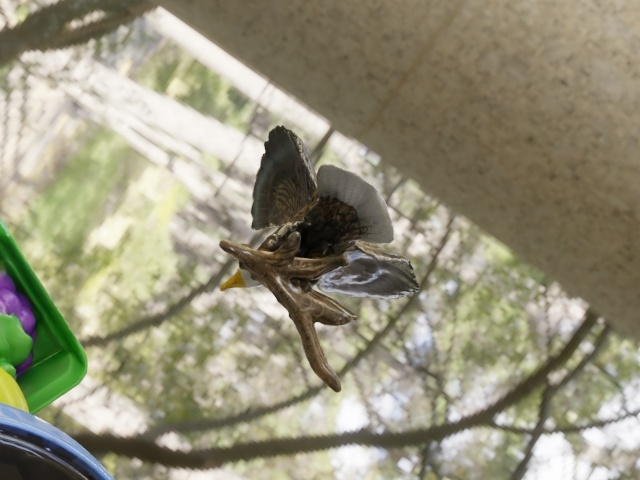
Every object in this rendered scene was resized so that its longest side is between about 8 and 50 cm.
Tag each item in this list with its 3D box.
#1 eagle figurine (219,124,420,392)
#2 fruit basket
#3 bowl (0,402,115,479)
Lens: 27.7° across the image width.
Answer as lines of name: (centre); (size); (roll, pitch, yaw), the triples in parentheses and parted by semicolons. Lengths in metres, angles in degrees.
eagle figurine: (-0.011, 0.001, 1.423); (0.298, 0.225, 0.226); (-46, 141, -67)
fruit basket: (-0.443, 0.162, 1.414); (0.392, 0.283, 0.392); (-28, -168, 7)
bowl: (-0.281, 0.301, 0.909); (0.077, 0.391, 0.391); (-10, -137, 58)
